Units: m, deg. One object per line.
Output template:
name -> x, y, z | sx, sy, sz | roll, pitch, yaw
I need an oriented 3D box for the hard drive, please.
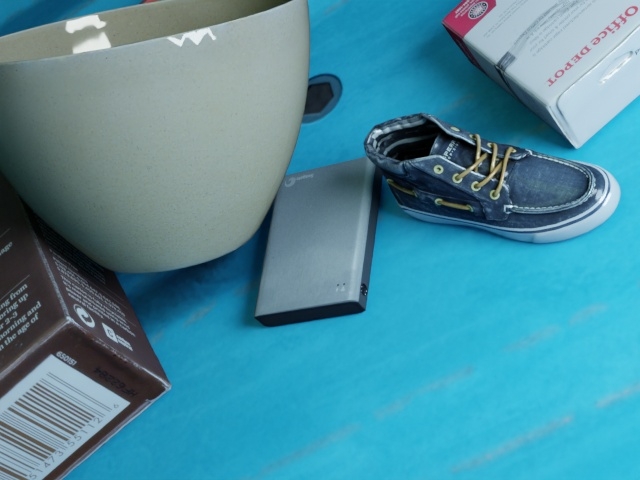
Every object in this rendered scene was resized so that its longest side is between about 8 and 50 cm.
hard drive -> 0.000, 0.000, 0.967 | 0.094, 0.022, 0.135 | -11, 53, 30

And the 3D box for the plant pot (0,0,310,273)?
plant pot -> -0.135, -0.084, 0.978 | 0.284, 0.190, 0.284 | -9, 18, 3

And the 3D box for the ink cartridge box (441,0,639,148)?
ink cartridge box -> 0.182, -0.154, 0.919 | 0.109, 0.063, 0.150 | -42, 45, 3

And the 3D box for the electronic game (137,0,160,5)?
electronic game -> -0.130, -0.182, 1.172 | 0.229, 0.048, 0.229 | -19, 51, 25

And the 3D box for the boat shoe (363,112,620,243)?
boat shoe -> 0.118, -0.047, 0.873 | 0.183, 0.083, 0.065 | 4, 62, 37

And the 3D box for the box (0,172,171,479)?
box -> -0.298, 0.042, 1.071 | 0.191, 0.143, 0.381 | -40, 47, 6
